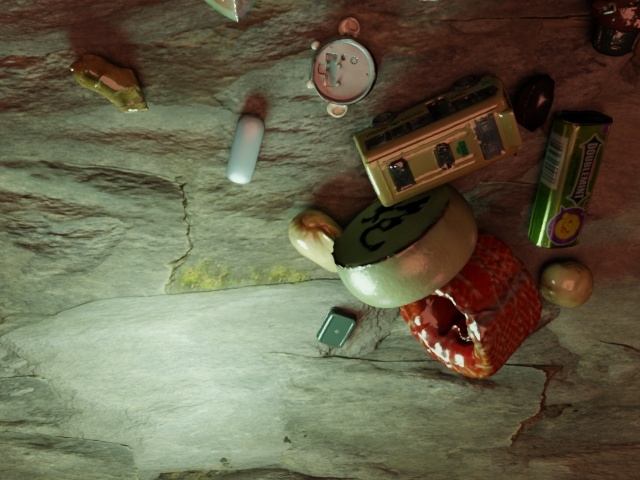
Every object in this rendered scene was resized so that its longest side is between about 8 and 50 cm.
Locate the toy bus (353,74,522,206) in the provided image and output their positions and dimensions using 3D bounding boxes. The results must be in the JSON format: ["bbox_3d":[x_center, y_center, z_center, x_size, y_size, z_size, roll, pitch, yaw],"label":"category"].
[{"bbox_3d":[0.275,-0.228,1.351,0.366,0.201,0.176,-23,118,11],"label":"toy bus"}]

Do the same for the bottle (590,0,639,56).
[{"bbox_3d":[0.652,-0.525,1.221,0.156,0.143,0.271,6,122,-5],"label":"bottle"}]

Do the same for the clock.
[{"bbox_3d":[0.050,-0.387,1.328,0.156,0.063,0.229,6,119,-7],"label":"clock"}]

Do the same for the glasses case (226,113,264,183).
[{"bbox_3d":[-0.184,-0.221,1.428,0.067,0.045,0.178,13,119,-10],"label":"glasses case"}]

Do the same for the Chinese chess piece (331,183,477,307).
[{"bbox_3d":[0.196,-0.001,1.386,0.349,0.349,0.146,-30,113,15],"label":"Chinese chess piece"}]

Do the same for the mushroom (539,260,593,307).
[{"bbox_3d":[0.686,0.121,1.626,0.148,0.112,0.148,0,119,0],"label":"mushroom"}]

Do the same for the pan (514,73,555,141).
[{"bbox_3d":[0.503,-0.297,1.389,0.128,0.048,0.201,-36,134,-24],"label":"pan"}]

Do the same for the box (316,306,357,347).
[{"bbox_3d":[0.048,0.262,1.734,0.091,0.031,0.126,21,117,-14],"label":"box"}]

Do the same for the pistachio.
[{"bbox_3d":[0.000,0.000,1.534,0.145,0.117,0.200,-6,142,45],"label":"pistachio"}]

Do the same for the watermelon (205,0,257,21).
[{"bbox_3d":[-0.188,-0.649,1.098,0.222,0.319,0.292,27,78,14],"label":"watermelon"}]

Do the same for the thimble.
[{"bbox_3d":[0.369,0.159,1.473,0.231,0.350,0.350,-37,122,-21],"label":"thimble"}]

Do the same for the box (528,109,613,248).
[{"bbox_3d":[0.623,-0.149,1.465,0.134,0.097,0.345,-5,121,-12],"label":"box"}]

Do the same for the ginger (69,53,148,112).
[{"bbox_3d":[-0.474,-0.355,1.325,0.190,0.068,0.095,29,141,-19],"label":"ginger"}]
